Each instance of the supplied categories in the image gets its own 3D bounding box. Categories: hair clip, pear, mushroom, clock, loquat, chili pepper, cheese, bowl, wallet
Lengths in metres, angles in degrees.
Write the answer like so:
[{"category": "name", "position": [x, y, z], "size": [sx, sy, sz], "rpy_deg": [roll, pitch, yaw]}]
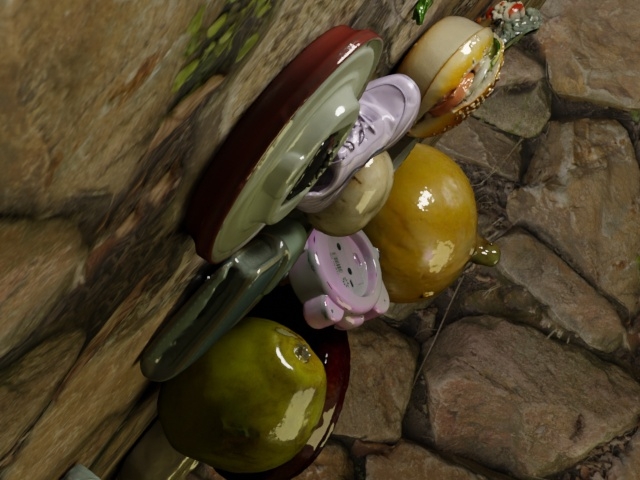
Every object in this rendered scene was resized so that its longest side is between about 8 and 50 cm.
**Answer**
[{"category": "hair clip", "position": [0.335, -0.408, 2.269], "size": [0.321, 0.138, 0.091], "rpy_deg": [-48, 130, -30]}, {"category": "pear", "position": [-0.128, 0.263, 1.824], "size": [0.321, 0.269, 0.269], "rpy_deg": [-29, -172, 32]}, {"category": "mushroom", "position": [0.037, -0.083, 1.655], "size": [0.166, 0.127, 0.166], "rpy_deg": [-53, 163, -24]}, {"category": "clock", "position": [0.021, 0.050, 1.952], "size": [0.090, 0.227, 0.248], "rpy_deg": [-25, 175, 27]}, {"category": "loquat", "position": [0.190, -0.023, 2.197], "size": [0.328, 0.360, 0.328], "rpy_deg": [22, 90, -85]}, {"category": "chili pepper", "position": [0.155, -0.339, 1.510], "size": [0.091, 0.034, 0.030], "rpy_deg": [-51, 142, 2]}, {"category": "cheese", "position": [-0.305, 0.433, 2.313], "size": [0.326, 0.115, 0.318], "rpy_deg": [-52, 175, 4]}, {"category": "clock", "position": [-0.030, -0.101, 1.219], "size": [0.318, 0.080, 0.318], "rpy_deg": [-51, 176, -5]}, {"category": "bowl", "position": [0.087, -0.137, 1.964], "size": [0.189, 0.086, 0.189], "rpy_deg": [-49, 175, -6]}, {"category": "wallet", "position": [-0.119, 0.070, 1.641], "size": [0.252, 0.083, 0.360], "rpy_deg": [-48, 178, 22]}]

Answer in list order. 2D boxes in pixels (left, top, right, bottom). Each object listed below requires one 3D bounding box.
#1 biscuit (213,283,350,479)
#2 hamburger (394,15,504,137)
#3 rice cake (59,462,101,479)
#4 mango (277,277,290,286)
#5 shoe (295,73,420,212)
[{"category": "biscuit", "position": [-0.084, 0.279, 2.085], "size": [0.407, 0.091, 0.407], "rpy_deg": [-35, -137, 42]}, {"category": "hamburger", "position": [0.204, -0.263, 1.783], "size": [0.237, 0.147, 0.237], "rpy_deg": [-49, 177, -3]}, {"category": "rice cake", "position": [-0.408, 0.434, 1.697], "size": [0.206, 0.069, 0.063], "rpy_deg": [-51, 178, 22]}, {"category": "mango", "position": [-0.058, 0.123, 2.426], "size": [0.145, 0.112, 0.219], "rpy_deg": [-50, -174, -27]}, {"category": "shoe", "position": [0.037, -0.135, 1.498], "size": [0.245, 0.095, 0.137], "rpy_deg": [-46, 179, 9]}]
